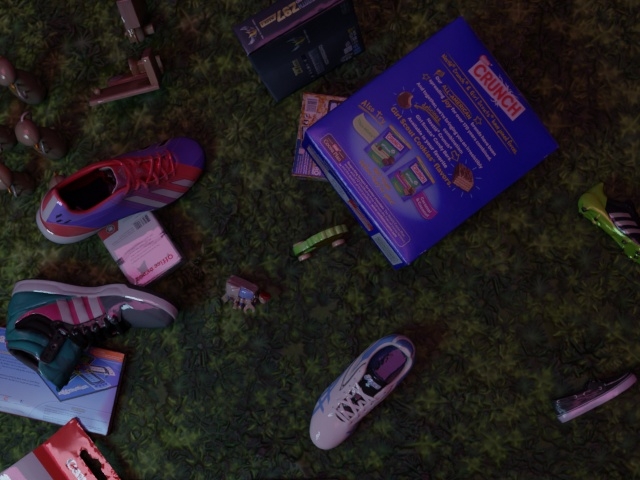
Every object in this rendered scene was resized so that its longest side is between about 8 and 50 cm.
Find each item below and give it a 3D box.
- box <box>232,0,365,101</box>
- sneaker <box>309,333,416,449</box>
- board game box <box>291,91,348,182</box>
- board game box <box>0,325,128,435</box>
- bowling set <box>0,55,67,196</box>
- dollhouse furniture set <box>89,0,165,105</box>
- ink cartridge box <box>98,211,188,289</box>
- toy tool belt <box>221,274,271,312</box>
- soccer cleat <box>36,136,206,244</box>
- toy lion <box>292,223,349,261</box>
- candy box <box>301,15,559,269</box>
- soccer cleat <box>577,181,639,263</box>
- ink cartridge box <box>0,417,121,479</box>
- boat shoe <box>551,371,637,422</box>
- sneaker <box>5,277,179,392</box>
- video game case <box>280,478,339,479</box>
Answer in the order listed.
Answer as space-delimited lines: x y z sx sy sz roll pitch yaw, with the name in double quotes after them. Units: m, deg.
-0.028 -0.325 1.467 0.183 0.232 0.059 -29 77 2 "box"
0.064 0.246 1.482 0.085 0.086 0.237 41 91 6 "sneaker"
0.057 -0.167 1.539 0.194 0.045 0.146 8 85 6 "board game box"
-0.485 0.237 1.566 0.281 0.027 0.145 11 88 7 "board game box"
-0.535 -0.144 1.541 0.200 0.154 0.287 -29 82 2 "bowling set"
-0.352 -0.339 1.547 0.123 0.144 0.151 -14 120 5 "dollhouse furniture set"
-0.307 0.007 1.554 0.099 0.056 0.135 -35 82 1 "ink cartridge box"
-0.127 0.098 1.537 0.083 0.052 0.051 24 119 10 "toy tool belt"
-0.309 -0.098 1.474 0.318 0.116 0.108 -29 81 -32 "soccer cleat"
0.000 0.000 1.504 0.100 0.096 0.034 -23 83 4 "toy lion"
0.173 -0.153 1.450 0.317 0.122 0.268 -37 90 -7 "candy box"
0.503 -0.023 1.477 0.179 0.060 0.072 44 77 8 "soccer cleat"
-0.453 0.439 1.518 0.225 0.056 0.181 -41 82 11 "ink cartridge box"
0.442 0.246 1.462 0.142 0.049 0.040 -30 82 5 "boat shoe"
-0.391 0.162 1.487 0.296 0.123 0.178 2 59 11 "sneaker"
-0.044 0.473 1.504 0.157 0.019 0.143 -3 85 5 "video game case"
